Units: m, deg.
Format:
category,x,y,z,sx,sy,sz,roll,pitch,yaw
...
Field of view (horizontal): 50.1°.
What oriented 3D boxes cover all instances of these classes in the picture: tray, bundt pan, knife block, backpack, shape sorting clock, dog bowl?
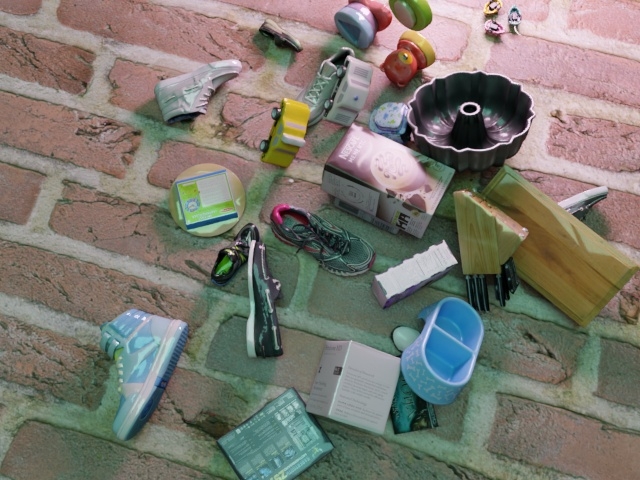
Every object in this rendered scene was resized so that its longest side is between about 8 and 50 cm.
category,x,y,z,sx,sy,sz,roll,pitch,yaw
tray,0.570,0.011,1.744,0.411,0.076,0.202,40,103,12
bundt pan,0.393,-0.303,1.810,0.331,0.124,0.330,-5,50,6
knife block,0.393,0.034,1.723,0.276,0.088,0.242,41,114,11
backpack,0.190,-0.325,1.871,0.115,0.084,0.104,4,67,29
shape sorting clock,-0.307,-0.109,1.855,0.207,0.040,0.206,1,74,-2
dog bowl,0.303,0.253,1.645,0.166,0.074,0.297,34,44,-1

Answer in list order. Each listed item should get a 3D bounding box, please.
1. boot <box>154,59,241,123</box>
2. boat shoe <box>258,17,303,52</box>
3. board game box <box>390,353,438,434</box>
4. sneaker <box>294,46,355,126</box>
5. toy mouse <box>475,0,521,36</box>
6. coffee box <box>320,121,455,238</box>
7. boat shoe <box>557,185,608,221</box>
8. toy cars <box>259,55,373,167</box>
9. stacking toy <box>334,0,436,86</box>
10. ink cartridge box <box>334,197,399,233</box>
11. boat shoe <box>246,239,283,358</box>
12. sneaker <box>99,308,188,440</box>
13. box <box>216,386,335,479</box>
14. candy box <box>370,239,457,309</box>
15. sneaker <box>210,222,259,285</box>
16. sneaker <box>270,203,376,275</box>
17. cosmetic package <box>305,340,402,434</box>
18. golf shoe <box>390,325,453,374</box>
category,x,y,z,sx,sy,sz,roll,pitch,yaw
boot,-0.331,-0.411,1.923,0.259,0.095,0.123,-19,81,5
boat shoe,-0.115,-0.582,1.978,0.152,0.056,0.049,40,84,21
board game box,0.214,0.372,1.674,0.026,0.126,0.186,3,69,-42
sneaker,0.003,-0.435,1.896,0.099,0.121,0.262,35,78,11
toy mouse,0.528,-0.633,1.984,0.161,0.031,0.143,-42,77,-9
coffee box,0.170,-0.157,1.763,0.297,0.118,0.168,26,60,8
boat shoe,0.659,-0.071,1.803,0.229,0.080,0.076,-22,81,-4
toy cars,0.000,-0.334,1.837,0.394,0.176,0.087,-35,39,-8
stacking toy,0.160,-0.579,1.855,0.309,0.279,0.130,39,78,15
ink cartridge box,0.170,-0.151,1.861,0.189,0.066,0.232,25,56,8
boat shoe,-0.139,0.148,1.750,0.091,0.114,0.302,-2,86,2
sneaker,-0.484,0.318,1.702,0.208,0.127,0.318,21,67,5
box,-0.109,0.500,1.672,0.233,0.059,0.183,-35,76,-9
candy box,0.231,0.089,1.722,0.196,0.165,0.070,-27,77,-6
sneaker,-0.222,0.035,1.794,0.067,0.078,0.188,34,77,10
sneaker,0.000,0.000,1.781,0.299,0.112,0.120,23,76,7
cosmetic package,0.080,0.348,1.639,0.152,0.151,0.183,22,74,-19
golf shoe,0.261,0.279,1.707,0.198,0.094,0.077,39,80,13
